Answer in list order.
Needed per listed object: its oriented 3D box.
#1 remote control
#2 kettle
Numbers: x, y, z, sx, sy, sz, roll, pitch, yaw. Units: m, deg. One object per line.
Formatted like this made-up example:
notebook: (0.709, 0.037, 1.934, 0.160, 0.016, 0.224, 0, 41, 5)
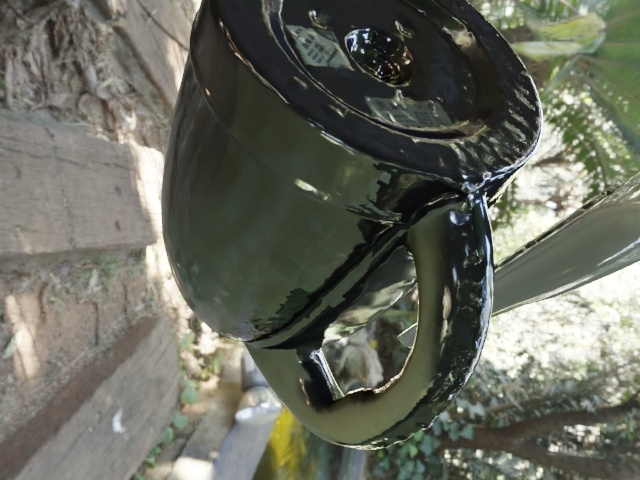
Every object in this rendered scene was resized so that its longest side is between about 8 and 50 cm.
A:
remote control: (0.181, 0.028, 0.504, 0.109, 0.055, 0.313, -29, 169, -31)
kettle: (0.000, 0.000, 0.473, 0.320, 0.229, 0.324, 62, -37, 23)
